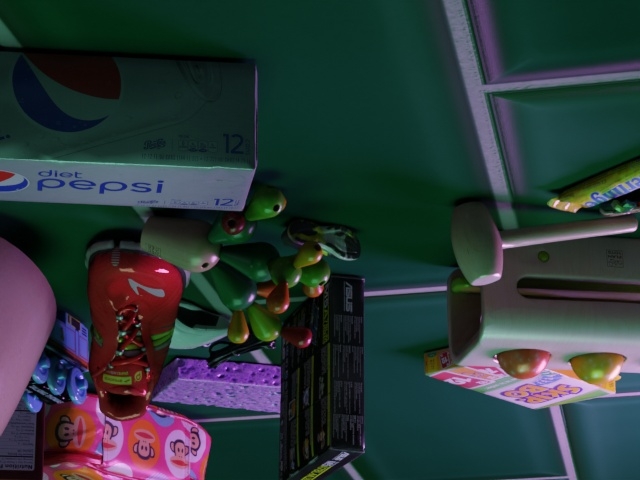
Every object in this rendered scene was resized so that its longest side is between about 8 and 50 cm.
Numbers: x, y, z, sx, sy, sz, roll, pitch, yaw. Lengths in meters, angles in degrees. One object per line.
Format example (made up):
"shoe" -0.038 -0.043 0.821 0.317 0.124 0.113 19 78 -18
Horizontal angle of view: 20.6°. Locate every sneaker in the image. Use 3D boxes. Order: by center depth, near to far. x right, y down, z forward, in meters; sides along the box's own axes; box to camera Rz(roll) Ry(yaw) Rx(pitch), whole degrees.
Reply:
"sneaker" 0.000 0.000 1.699 0.083 0.031 0.035 20 159 -26
"sneaker" -0.189 0.097 1.791 0.107 0.118 0.279 4 147 -3

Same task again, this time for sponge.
"sponge" -0.097 0.182 2.189 0.210 0.031 0.117 7 159 -21

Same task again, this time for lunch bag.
"lunch bag" -0.320 0.285 2.357 0.258 0.120 0.293 -11 157 37

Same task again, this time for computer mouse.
"computer mouse" -0.139 0.106 1.961 0.106 0.042 0.193 -15 156 36

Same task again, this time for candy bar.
"candy bar" 0.272 -0.054 1.572 0.040 0.018 0.161 14 156 -36

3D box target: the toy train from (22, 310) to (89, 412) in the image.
"toy train" -0.310 0.120 1.897 0.080 0.105 0.184 -11 159 14

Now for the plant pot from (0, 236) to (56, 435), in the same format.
"plant pot" -0.400 0.153 1.633 0.256 0.274 0.256 5 142 4

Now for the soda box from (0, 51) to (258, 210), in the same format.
"soda box" -0.194 -0.085 1.355 0.286 0.091 0.098 2 161 -8

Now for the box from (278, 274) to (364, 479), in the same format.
"box" 0.000 0.154 1.883 0.045 0.191 0.184 8 158 -19

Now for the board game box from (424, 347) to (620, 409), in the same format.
"board game box" 0.254 0.166 2.162 0.124 0.039 0.259 -16 158 38

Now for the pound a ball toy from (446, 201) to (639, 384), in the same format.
"pound a ball toy" 0.260 0.064 1.728 0.319 0.136 0.208 3 160 -13

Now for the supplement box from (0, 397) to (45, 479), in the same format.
"supplement box" -0.389 0.223 2.050 0.129 0.194 0.191 3 160 -11

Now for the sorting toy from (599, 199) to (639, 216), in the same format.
"sorting toy" 0.287 -0.031 1.615 0.062 0.012 0.083 -4 178 9

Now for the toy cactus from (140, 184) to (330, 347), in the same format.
"toy cactus" -0.081 0.025 1.642 0.180 0.112 0.219 15 153 11
